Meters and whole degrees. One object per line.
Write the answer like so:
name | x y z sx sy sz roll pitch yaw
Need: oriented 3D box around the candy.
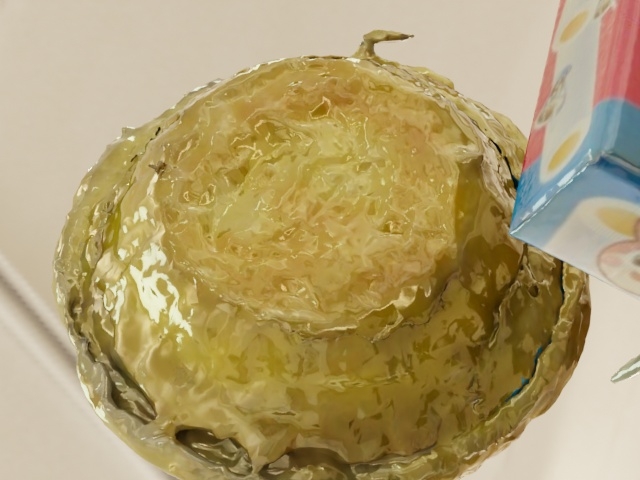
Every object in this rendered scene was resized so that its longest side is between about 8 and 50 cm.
candy | 0.222 -0.104 1.078 0.100 0.157 0.305 -46 21 49

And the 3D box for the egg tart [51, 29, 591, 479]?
egg tart | 0.000 0.000 1.271 0.169 0.388 0.388 91 -157 -56

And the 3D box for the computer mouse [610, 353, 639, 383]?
computer mouse | 0.364 0.023 1.269 0.199 0.389 0.115 43 -136 -21
